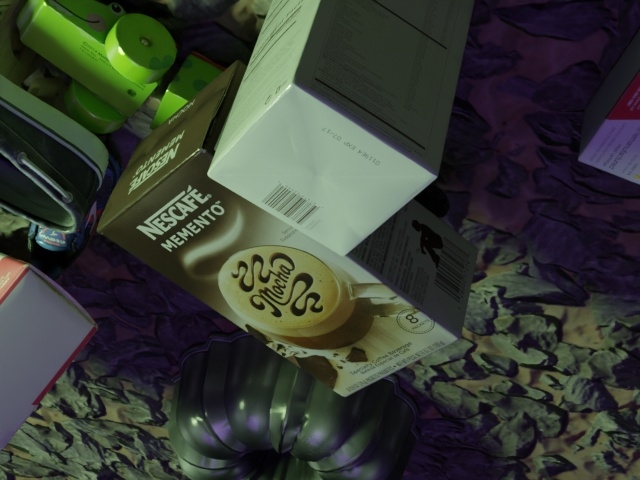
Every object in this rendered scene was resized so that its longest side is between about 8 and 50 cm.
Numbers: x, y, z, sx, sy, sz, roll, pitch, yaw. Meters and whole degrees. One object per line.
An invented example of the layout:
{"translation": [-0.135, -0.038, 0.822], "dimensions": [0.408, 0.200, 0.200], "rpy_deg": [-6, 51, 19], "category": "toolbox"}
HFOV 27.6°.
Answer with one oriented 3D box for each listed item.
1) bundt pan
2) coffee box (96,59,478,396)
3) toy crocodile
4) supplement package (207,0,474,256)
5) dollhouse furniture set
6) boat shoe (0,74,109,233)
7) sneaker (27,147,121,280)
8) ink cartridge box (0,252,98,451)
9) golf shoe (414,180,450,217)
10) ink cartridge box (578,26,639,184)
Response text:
{"translation": [-0.044, 0.257, 1.640], "dimensions": [0.331, 0.124, 0.331], "rpy_deg": [10, 141, 8], "category": "bundt pan"}
{"translation": [-0.025, -0.001, 1.177], "dimensions": [0.297, 0.119, 0.168], "rpy_deg": [36, 136, -21], "category": "coffee box"}
{"translation": [-0.130, -0.137, 1.240], "dimensions": [0.340, 0.105, 0.115], "rpy_deg": [31, 137, -11], "category": "toy crocodile"}
{"translation": [0.024, -0.137, 1.065], "dimensions": [0.139, 0.244, 0.134], "rpy_deg": [32, 137, -17], "category": "supplement package"}
{"translation": [-0.362, -0.151, 1.285], "dimensions": [0.182, 0.101, 0.161], "rpy_deg": [2, 138, 16], "category": "dollhouse furniture set"}
{"translation": [-0.338, -0.101, 1.175], "dimensions": [0.301, 0.102, 0.108], "rpy_deg": [31, 142, -25], "category": "boat shoe"}
{"translation": [-0.272, -0.031, 1.407], "dimensions": [0.083, 0.087, 0.221], "rpy_deg": [18, 140, -4], "category": "sneaker"}
{"translation": [-0.402, 0.115, 1.445], "dimensions": [0.117, 0.207, 0.283], "rpy_deg": [46, 162, -30], "category": "ink cartridge box"}
{"translation": [0.042, -0.089, 1.235], "dimensions": [0.077, 0.094, 0.198], "rpy_deg": [-34, 116, 11], "category": "golf shoe"}
{"translation": [0.334, -0.101, 1.139], "dimensions": [0.175, 0.072, 0.127], "rpy_deg": [20, 139, -5], "category": "ink cartridge box"}
